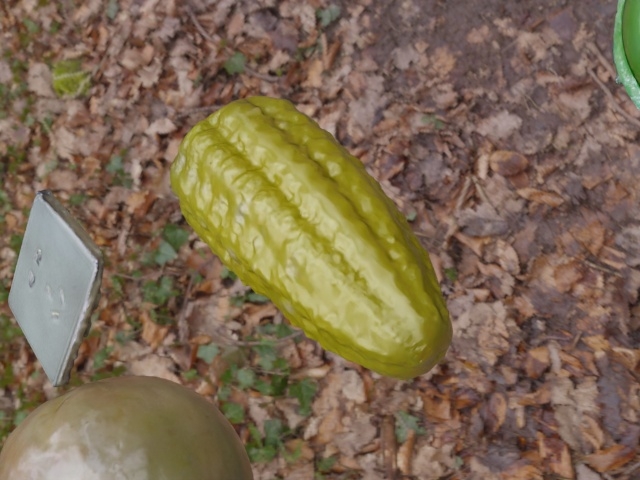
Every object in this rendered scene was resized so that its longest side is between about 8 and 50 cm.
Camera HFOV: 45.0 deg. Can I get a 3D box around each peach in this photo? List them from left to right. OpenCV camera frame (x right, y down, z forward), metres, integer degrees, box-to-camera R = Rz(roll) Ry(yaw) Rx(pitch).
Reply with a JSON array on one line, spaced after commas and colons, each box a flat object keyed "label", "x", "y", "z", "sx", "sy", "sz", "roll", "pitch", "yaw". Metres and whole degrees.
[{"label": "peach", "x": -0.208, "y": 0.280, "z": 0.842, "sx": 0.292, "sy": 0.292, "sz": 0.247, "roll": 24, "pitch": 49, "yaw": 35}]

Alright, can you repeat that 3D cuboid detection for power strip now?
[{"label": "power strip", "x": -0.339, "y": 0.060, "z": 1.039, "sx": 0.213, "sy": 0.064, "sz": 0.198, "roll": 42, "pitch": 115, "yaw": 38}]

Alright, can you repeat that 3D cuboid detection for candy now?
[{"label": "candy", "x": 0.000, "y": 0.000, "z": 0.420, "sx": 0.094, "sy": 0.106, "sz": 0.199, "roll": -30, "pitch": 48, "yaw": -18}]

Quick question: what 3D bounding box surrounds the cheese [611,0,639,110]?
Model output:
[{"label": "cheese", "x": 0.329, "y": -0.135, "z": 0.631, "sx": 0.203, "sy": 0.083, "sz": 0.321, "roll": 7, "pitch": 103, "yaw": 51}]
